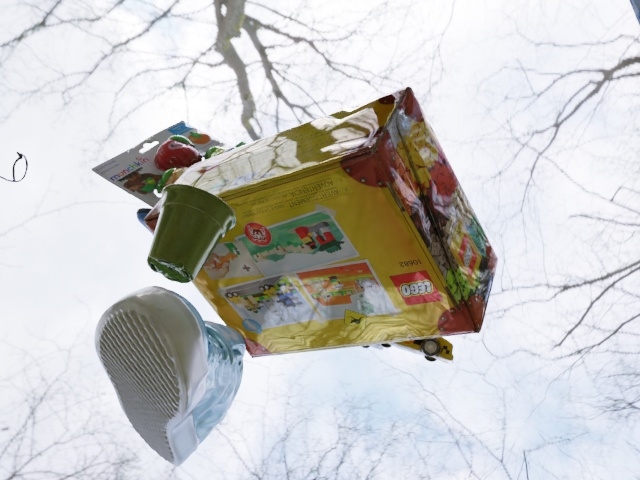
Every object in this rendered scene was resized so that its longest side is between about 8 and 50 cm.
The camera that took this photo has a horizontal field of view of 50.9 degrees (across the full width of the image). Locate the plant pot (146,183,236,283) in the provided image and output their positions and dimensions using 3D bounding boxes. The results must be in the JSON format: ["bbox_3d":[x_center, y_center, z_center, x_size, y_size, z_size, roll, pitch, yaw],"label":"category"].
[{"bbox_3d":[-0.138,-0.002,0.687,0.083,0.083,0.079,8,-120,19],"label":"plant pot"}]

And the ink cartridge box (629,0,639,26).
[{"bbox_3d":[0.476,-0.312,0.746,0.269,0.151,0.396,-14,-99,-30],"label":"ink cartridge box"}]

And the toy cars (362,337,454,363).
[{"bbox_3d":[0.119,0.177,1.406,0.393,0.176,0.087,1,-113,54],"label":"toy cars"}]

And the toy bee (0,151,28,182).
[{"bbox_3d":[-0.736,-0.117,1.339,0.162,0.298,0.195,15,-91,-3],"label":"toy bee"}]

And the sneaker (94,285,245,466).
[{"bbox_3d":[-0.154,0.130,0.770,0.135,0.366,0.150,37,-122,10],"label":"sneaker"}]

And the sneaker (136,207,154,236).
[{"bbox_3d":[-0.291,0.005,1.374,0.069,0.209,0.082,-5,-120,46],"label":"sneaker"}]

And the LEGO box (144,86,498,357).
[{"bbox_3d":[0.000,0.000,1.194,0.499,0.373,0.193,-12,-147,35],"label":"LEGO box"}]

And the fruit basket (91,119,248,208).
[{"bbox_3d":[-0.308,-0.173,1.626,0.353,0.166,0.327,34,-135,16],"label":"fruit basket"}]
